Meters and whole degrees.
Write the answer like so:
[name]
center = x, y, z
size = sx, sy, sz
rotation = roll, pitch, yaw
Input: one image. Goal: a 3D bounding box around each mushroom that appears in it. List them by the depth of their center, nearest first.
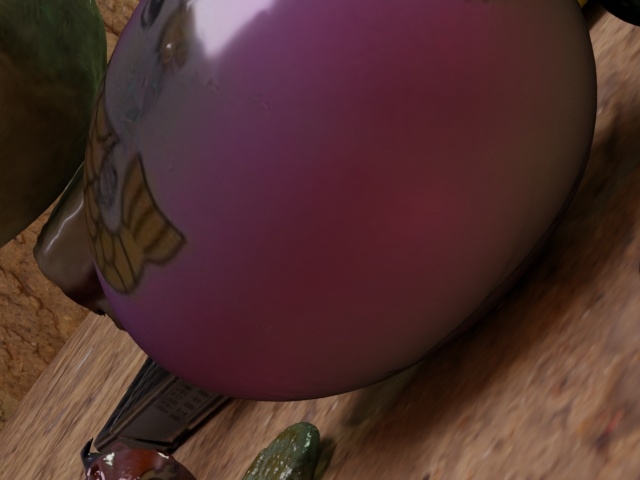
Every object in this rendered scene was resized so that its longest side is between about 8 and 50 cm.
[mushroom]
center = -0.223, -0.096, 1.025
size = 0.164, 0.190, 0.267
rotation = -23, 17, 30

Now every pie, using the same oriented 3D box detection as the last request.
[pie]
center = -0.025, 0.120, 0.758
size = 0.085, 0.017, 0.085
rotation = -54, 8, 11

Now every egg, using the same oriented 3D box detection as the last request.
[egg]
center = 0.000, -0.031, 0.656
size = 0.196, 0.196, 0.271
rotation = -61, -5, -45

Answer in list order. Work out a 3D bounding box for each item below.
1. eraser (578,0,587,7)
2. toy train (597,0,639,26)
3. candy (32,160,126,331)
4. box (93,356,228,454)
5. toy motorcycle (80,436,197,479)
[eraser]
center = 0.106, -0.139, 0.917
size = 0.226, 0.069, 0.158
rotation = -50, 8, 23
[toy train]
center = 0.178, -0.237, 0.612
size = 0.326, 0.159, 0.129
rotation = -56, 6, -9
[candy]
center = -0.093, -0.047, 1.110
size = 0.179, 0.135, 0.321
rotation = -54, 8, 7
[box]
center = -0.051, 0.042, 1.134
size = 0.325, 0.047, 0.180
rotation = -44, 13, 53
[toy motorcycle]
center = -0.100, 0.153, 0.831
size = 0.118, 0.084, 0.212
rotation = -61, 2, 4
